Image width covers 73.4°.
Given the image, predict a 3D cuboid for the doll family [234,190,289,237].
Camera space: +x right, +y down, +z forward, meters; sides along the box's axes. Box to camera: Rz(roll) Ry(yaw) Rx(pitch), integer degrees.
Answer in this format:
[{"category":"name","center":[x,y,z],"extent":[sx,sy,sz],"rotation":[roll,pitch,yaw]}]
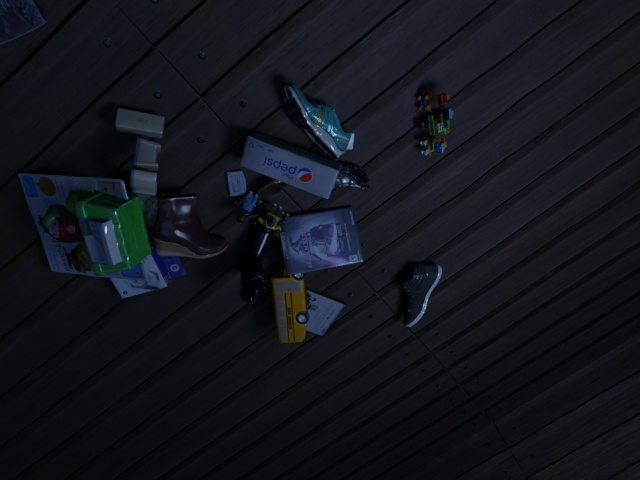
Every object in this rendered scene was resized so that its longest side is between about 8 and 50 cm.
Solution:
[{"category":"doll family","center":[-0.190,-0.076,1.386],"extent":[0.192,0.112,0.076],"rotation":[25,157,-6]}]

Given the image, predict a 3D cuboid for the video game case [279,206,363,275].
[{"category":"video game case","center":[0.000,0.000,1.475],"extent":[0.273,0.026,0.196],"rotation":[-10,86,-13]}]

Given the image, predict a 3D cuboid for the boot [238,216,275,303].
[{"category":"boot","center":[-0.203,0.062,1.425],"extent":[0.094,0.207,0.247],"rotation":[19,114,-24]}]

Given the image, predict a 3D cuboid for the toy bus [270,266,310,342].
[{"category":"toy bus","center":[-0.107,0.203,1.570],"extent":[0.130,0.108,0.333],"rotation":[-3,111,3]}]

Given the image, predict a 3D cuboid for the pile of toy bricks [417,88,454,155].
[{"category":"pile of toy bricks","center":[0.384,-0.383,1.377],"extent":[0.105,0.118,0.213],"rotation":[-30,120,-34]}]

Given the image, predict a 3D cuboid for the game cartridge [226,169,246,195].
[{"category":"game cartridge","center":[-0.266,-0.183,1.372],"extent":[0.055,0.017,0.084],"rotation":[-6,122,-7]}]

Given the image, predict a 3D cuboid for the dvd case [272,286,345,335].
[{"category":"dvd case","center":[-0.045,0.278,1.707],"extent":[0.238,0.030,0.179],"rotation":[24,112,-26]}]

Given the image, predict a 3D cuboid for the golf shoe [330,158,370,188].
[{"category":"golf shoe","center":[0.077,-0.210,1.421],"extent":[0.198,0.077,0.093],"rotation":[17,150,-37]}]

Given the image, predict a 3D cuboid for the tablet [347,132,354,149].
[{"category":"tablet","center":[0.066,-0.319,1.379],"extent":[0.083,0.006,0.054],"rotation":[-3,121,-14]}]

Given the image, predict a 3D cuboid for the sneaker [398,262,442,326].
[{"category":"sneaker","center":[0.361,0.211,1.733],"extent":[0.146,0.105,0.296],"rotation":[13,111,-20]}]

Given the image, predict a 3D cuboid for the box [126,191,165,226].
[{"category":"box","center":[-0.545,-0.094,1.339],"extent":[0.179,0.043,0.105],"rotation":[2,121,-18]}]

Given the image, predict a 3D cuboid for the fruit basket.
[{"category":"fruit basket","center":[-0.688,-0.028,1.241],"extent":[0.352,0.165,0.328],"rotation":[3,116,8]}]

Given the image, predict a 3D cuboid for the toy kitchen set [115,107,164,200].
[{"category":"toy kitchen set","center":[-0.524,-0.238,1.233],"extent":[0.122,0.166,0.207],"rotation":[7,77,-19]}]

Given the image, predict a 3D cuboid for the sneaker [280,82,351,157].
[{"category":"sneaker","center":[-0.012,-0.369,1.290],"extent":[0.275,0.107,0.110],"rotation":[42,82,-33]}]

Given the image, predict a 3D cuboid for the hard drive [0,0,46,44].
[{"category":"hard drive","center":[-0.792,-0.541,0.989],"extent":[0.254,0.054,0.172],"rotation":[-21,124,-1]}]

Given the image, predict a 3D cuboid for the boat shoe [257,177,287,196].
[{"category":"boat shoe","center":[-0.137,-0.193,1.379],"extent":[0.152,0.049,0.056],"rotation":[-29,150,-3]}]

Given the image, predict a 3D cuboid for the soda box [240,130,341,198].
[{"category":"soda box","center":[-0.087,-0.227,1.289],"extent":[0.286,0.091,0.098],"rotation":[20,115,-1]}]

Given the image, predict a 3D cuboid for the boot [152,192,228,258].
[{"category":"boot","center":[-0.397,-0.048,1.353],"extent":[0.248,0.090,0.207],"rotation":[-4,124,-34]}]

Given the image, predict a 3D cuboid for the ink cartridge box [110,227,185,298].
[{"category":"ink cartridge box","center":[-0.594,0.072,1.426],"extent":[0.223,0.045,0.224],"rotation":[-17,123,-4]}]
